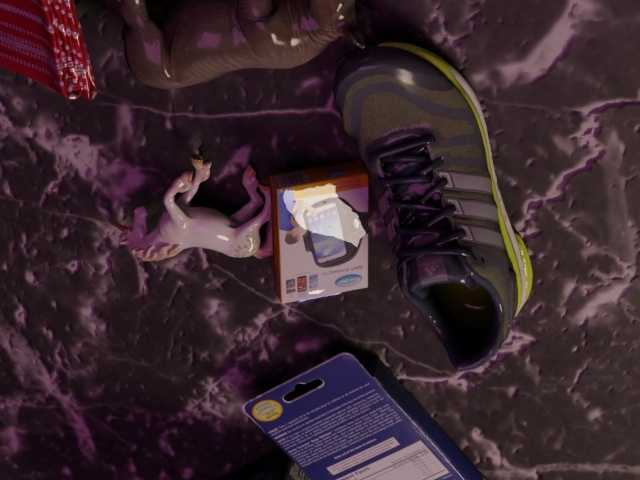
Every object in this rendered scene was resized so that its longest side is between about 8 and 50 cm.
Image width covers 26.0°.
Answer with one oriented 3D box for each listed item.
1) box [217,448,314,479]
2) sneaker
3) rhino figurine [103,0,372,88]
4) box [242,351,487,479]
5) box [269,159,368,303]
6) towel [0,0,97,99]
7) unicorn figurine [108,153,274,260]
[{"bbox_3d":[-0.072,0.305,1.344,0.147,0.180,0.077,-29,114,27],"label":"box"},{"bbox_3d":[0.095,-0.024,1.118,0.111,0.121,0.300,-19,119,22],"label":"sneaker"},{"bbox_3d":[-0.051,-0.178,1.072,0.243,0.073,0.106,-8,119,15],"label":"rhino figurine"},{"bbox_3d":[0.045,0.197,1.334,0.136,0.036,0.225,-29,116,27],"label":"box"},{"bbox_3d":[0.000,0.000,1.194,0.081,0.028,0.136,-11,124,-13],"label":"box"},{"bbox_3d":[-0.260,-0.244,1.027,0.199,0.031,0.274,26,138,41],"label":"towel"},{"bbox_3d":[-0.105,-0.020,1.199,0.162,0.060,0.111,20,121,0],"label":"unicorn figurine"}]
